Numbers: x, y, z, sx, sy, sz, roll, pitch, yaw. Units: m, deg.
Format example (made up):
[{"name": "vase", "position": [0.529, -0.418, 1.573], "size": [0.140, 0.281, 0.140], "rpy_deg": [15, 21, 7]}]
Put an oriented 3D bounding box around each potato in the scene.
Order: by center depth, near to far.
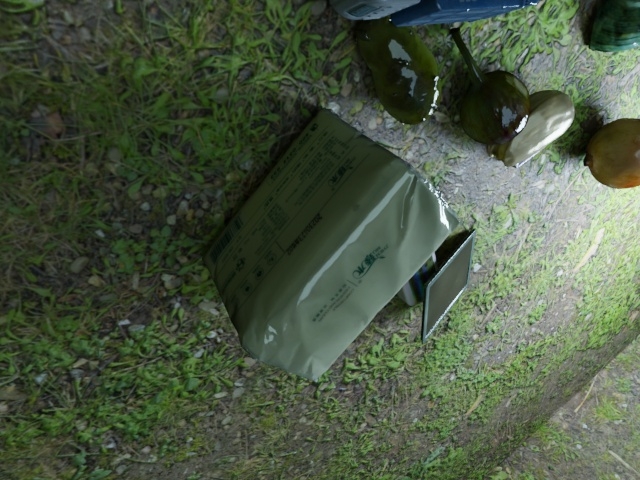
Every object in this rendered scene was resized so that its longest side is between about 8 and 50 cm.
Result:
[{"name": "potato", "position": [0.141, -0.302, 0.821], "size": [0.117, 0.090, 0.225], "rpy_deg": [-38, 127, 6]}]

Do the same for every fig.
[{"name": "fig", "position": [0.320, -0.305, 0.911], "size": [0.149, 0.149, 0.245], "rpy_deg": [-43, 122, 2]}]

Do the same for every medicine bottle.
[{"name": "medicine bottle", "position": [0.225, 0.057, 1.132], "size": [0.115, 0.078, 0.219], "rpy_deg": [-37, 133, -12]}]

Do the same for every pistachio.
[{"name": "pistachio", "position": [0.458, -0.255, 1.026], "size": [0.201, 0.117, 0.145], "rpy_deg": [-33, 148, 1]}]

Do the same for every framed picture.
[{"name": "framed picture", "position": [0.333, 0.117, 1.214], "size": [0.274, 0.017, 0.216], "rpy_deg": [-38, 137, -37]}]

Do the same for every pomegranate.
[{"name": "pomegranate", "position": [0.790, -0.230, 1.206], "size": [0.192, 0.191, 0.191], "rpy_deg": [-16, 128, -21]}]

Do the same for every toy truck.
[{"name": "toy truck", "position": [0.180, -0.424, 0.691], "size": [0.368, 0.146, 0.175], "rpy_deg": [-13, 106, -20]}]

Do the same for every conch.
[{"name": "conch", "position": [0.670, -0.501, 0.984], "size": [0.176, 0.121, 0.188], "rpy_deg": [-15, 129, 9]}]

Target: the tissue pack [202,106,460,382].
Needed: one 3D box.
[{"name": "tissue pack", "position": [0.000, 0.000, 0.809], "size": [0.380, 0.297, 0.207], "rpy_deg": [-49, 130, 9]}]

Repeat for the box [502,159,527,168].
[{"name": "box", "position": [0.494, -0.225, 1.116], "size": [0.117, 0.050, 0.036], "rpy_deg": [-36, 126, -2]}]
